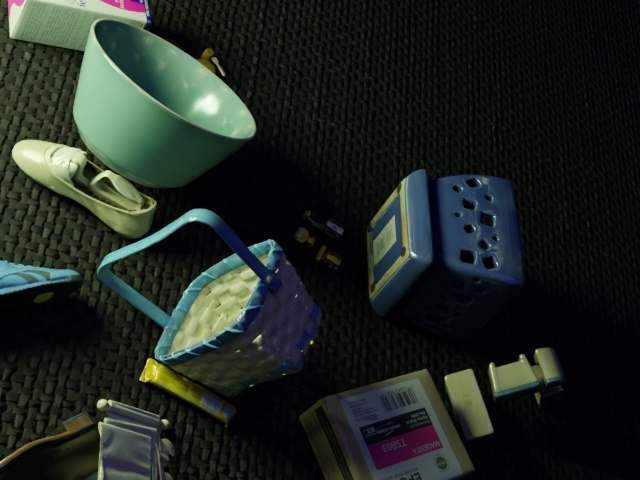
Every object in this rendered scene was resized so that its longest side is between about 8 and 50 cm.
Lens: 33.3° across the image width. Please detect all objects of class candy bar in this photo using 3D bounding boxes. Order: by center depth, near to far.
[{"bbox_3d":[-0.199,0.233,1.634,0.161,0.018,0.040,32,51,-13],"label":"candy bar"}]

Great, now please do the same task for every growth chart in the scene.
[{"bbox_3d":[-0.261,0.335,1.479,0.172,0.021,0.237,42,37,-45],"label":"growth chart"}]

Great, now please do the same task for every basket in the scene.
[{"bbox_3d":[-0.164,0.089,1.604,0.289,0.254,0.201,43,45,-28],"label":"basket"}]

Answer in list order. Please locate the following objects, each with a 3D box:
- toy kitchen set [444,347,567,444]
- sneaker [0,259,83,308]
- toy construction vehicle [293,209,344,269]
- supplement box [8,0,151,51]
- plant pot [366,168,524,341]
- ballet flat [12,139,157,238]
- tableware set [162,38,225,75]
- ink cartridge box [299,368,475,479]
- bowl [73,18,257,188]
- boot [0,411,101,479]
[{"bbox_3d":[0.340,0.295,1.925,0.207,0.166,0.122,-16,65,0],"label":"toy kitchen set"},{"bbox_3d":[-0.448,0.054,1.554,0.209,0.069,0.082,-9,62,-37],"label":"sneaker"},{"bbox_3d":[0.000,0.000,1.919,0.098,0.035,0.086,30,59,-10],"label":"toy construction vehicle"},{"bbox_3d":[-0.418,-0.405,1.853,0.220,0.114,0.111,4,59,-30],"label":"supplement box"},{"bbox_3d":[0.209,0.020,1.914,0.212,0.236,0.236,12,55,-19],"label":"plant pot"},{"bbox_3d":[-0.368,-0.098,1.700,0.248,0.086,0.086,33,48,-11],"label":"ballet flat"},{"bbox_3d":[-0.258,-0.328,1.971,0.154,0.024,0.104,-15,66,-38],"label":"tableware set"},{"bbox_3d":[0.109,0.329,1.729,0.234,0.088,0.193,-10,66,-39],"label":"ink cartridge box"},{"bbox_3d":[-0.274,-0.202,1.737,0.311,0.163,0.311,33,21,-14],"label":"bowl"},{"bbox_3d":[-0.362,0.318,1.422,0.106,0.082,0.219,53,41,6],"label":"boot"}]
